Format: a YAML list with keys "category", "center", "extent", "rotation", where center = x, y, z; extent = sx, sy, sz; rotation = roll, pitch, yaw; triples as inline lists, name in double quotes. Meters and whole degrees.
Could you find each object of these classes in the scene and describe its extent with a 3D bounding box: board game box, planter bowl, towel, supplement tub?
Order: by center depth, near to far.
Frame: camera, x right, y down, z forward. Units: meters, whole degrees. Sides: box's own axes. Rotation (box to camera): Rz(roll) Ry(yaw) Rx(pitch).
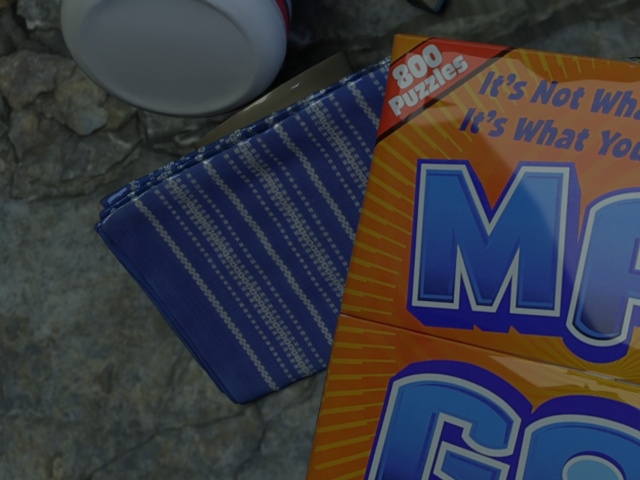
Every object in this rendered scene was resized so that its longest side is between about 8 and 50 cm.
- category: "board game box"
  center: [0.243, 0.088, 0.916]
  extent: [0.356, 0.356, 0.356]
  rotation: [12, 92, 27]
- category: "towel"
  center: [0.000, 0.000, 1.179]
  extent: [0.336, 0.040, 0.243]
  rotation: [-25, 114, 20]
- category: "supplement tub"
  center: [-0.109, -0.261, 1.201]
  extent: [0.191, 0.191, 0.272]
  rotation: [-10, 50, 24]
- category: "planter bowl"
  center: [-0.018, -0.083, 1.237]
  extent: [0.162, 0.162, 0.109]
  rotation: [-32, 93, 17]

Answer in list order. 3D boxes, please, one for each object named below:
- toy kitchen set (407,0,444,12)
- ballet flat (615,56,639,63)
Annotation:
- category: "toy kitchen set"
  center: [0.179, -0.263, 1.210]
  extent: [0.207, 0.122, 0.166]
  rotation: [30, 93, 49]
- category: "ballet flat"
  center: [0.223, -0.118, 1.164]
  extent: [0.188, 0.070, 0.070]
  rotation: [-16, 72, 22]
